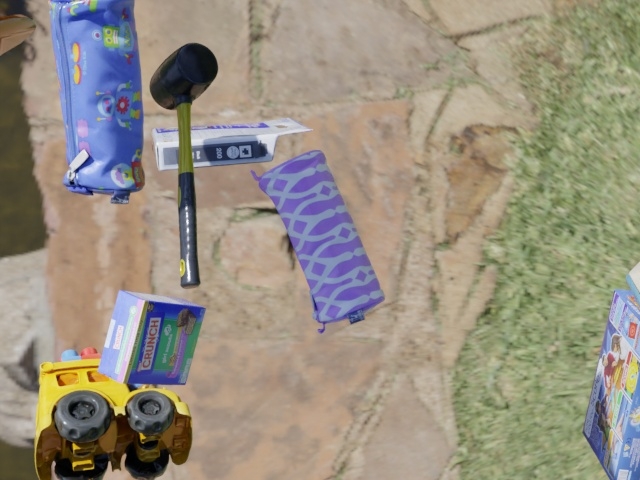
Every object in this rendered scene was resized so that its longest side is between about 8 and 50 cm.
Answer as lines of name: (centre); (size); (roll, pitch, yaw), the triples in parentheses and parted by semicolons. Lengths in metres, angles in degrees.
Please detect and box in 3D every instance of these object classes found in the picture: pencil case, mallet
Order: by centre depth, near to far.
mallet: (-0.108, -0.056, 0.928); (0.062, 0.039, 0.189); (-14, 73, 59)
pencil case: (0.000, 0.000, 1.357); (0.088, 0.086, 0.206); (-22, 84, 4)
pencil case: (-0.316, -0.206, 1.692); (0.119, 0.133, 0.306); (4, 101, 30)

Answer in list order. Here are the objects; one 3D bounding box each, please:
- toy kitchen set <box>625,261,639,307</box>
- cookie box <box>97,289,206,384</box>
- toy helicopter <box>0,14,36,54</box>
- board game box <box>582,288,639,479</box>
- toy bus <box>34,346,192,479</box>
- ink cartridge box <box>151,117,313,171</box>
toy kitchen set: (0.397, 0.152, 1.340); (0.207, 0.122, 0.166); (39, 105, -7)
cookie box: (-0.179, 0.106, 1.276); (0.040, 0.107, 0.091); (16, 92, 33)
toy helicopter: (-0.178, -0.116, 0.433); (0.355, 0.140, 0.235); (5, 110, 36)
board game box: (0.371, 0.177, 1.455); (0.035, 0.136, 0.201); (6, 109, -6)
toy bus: (-0.310, 0.237, 1.749); (0.211, 0.220, 0.149); (-108, 22, -44)
ink cartridge box: (-0.126, -0.135, 1.651); (0.208, 0.206, 0.045); (-6, 101, -8)
